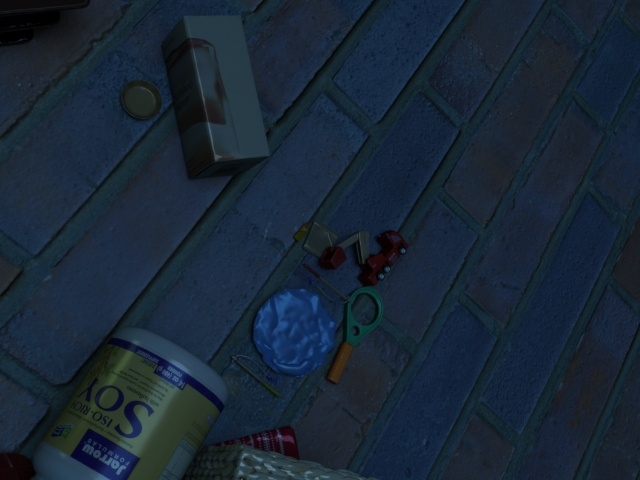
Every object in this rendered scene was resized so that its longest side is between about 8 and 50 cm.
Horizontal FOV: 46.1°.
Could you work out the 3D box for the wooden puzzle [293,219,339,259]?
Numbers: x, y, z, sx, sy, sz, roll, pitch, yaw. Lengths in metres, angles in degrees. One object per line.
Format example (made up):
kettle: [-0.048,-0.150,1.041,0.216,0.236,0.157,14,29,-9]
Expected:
wooden puzzle: [0.000,0.000,1.663,0.116,0.014,0.078,37,70,-17]

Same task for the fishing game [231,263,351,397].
fishing game: [-0.054,0.192,1.585,0.189,0.041,0.264,39,74,-16]

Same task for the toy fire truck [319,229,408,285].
toy fire truck: [0.101,0.027,1.681,0.192,0.047,0.135,-47,111,-26]

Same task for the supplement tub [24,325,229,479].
supplement tub: [-0.334,0.341,1.292,0.241,0.241,0.331,38,65,-17]

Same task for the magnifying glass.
magnifying glass: [0.071,0.207,1.654,0.092,0.026,0.231,34,68,-18]

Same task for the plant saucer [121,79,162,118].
plant saucer: [-0.363,-0.283,1.523,0.083,0.015,0.083,6,78,-27]

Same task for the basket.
basket: [-0.092,0.518,1.309,0.331,0.328,0.266,20,68,-22]

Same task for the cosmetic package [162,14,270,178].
cosmetic package: [-0.215,-0.287,1.525,0.129,0.153,0.296,-9,84,-30]

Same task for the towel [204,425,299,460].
towel: [-0.157,0.490,1.479,0.275,0.031,0.198,-7,83,-28]

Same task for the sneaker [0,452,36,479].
sneaker: [-0.592,0.426,1.242,0.221,0.128,0.087,-3,60,-58]

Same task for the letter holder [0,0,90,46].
letter holder: [-0.573,-0.532,1.384,0.214,0.152,0.301,-19,90,-31]
